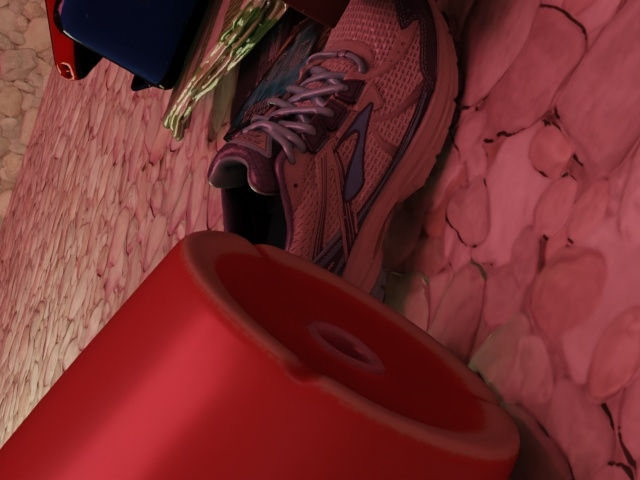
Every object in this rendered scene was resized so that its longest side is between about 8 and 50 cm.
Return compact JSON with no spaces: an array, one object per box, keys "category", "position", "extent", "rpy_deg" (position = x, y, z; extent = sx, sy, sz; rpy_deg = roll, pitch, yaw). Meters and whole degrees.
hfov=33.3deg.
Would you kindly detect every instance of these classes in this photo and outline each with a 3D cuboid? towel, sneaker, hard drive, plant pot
[{"category":"towel","position":[-0.078,-0.267,1.129],"extent":[0.325,0.038,0.248],"rpy_deg":[-38,33,59]},{"category":"sneaker","position":[0.000,-0.054,0.687],"extent":[0.110,0.122,0.283],"rpy_deg":[5,76,50]},{"category":"hard drive","position":[-0.050,-0.169,1.047],"extent":[0.135,0.022,0.094],"rpy_deg":[-27,52,61]},{"category":"plant pot","position":[-0.044,0.146,0.546],"extent":[0.243,0.275,0.275],"rpy_deg":[-59,25,12]}]

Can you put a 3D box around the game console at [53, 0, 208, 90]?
[{"category":"game console","position":[-0.196,-0.333,1.221],"extent":[0.173,0.250,0.293],"rpy_deg":[20,86,39]}]

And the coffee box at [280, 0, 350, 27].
[{"category":"coffee box","position":[0.008,-0.273,0.722],"extent":[0.168,0.118,0.297],"rpy_deg":[-59,8,25]}]

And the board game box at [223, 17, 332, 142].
[{"category":"board game box","position":[-0.019,-0.136,0.877],"extent":[0.126,0.026,0.186],"rpy_deg":[-59,15,-9]}]

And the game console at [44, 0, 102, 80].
[{"category":"game console","position":[-0.208,-0.417,1.224],"extent":[0.342,0.060,0.387],"rpy_deg":[102,-167,-49]}]
